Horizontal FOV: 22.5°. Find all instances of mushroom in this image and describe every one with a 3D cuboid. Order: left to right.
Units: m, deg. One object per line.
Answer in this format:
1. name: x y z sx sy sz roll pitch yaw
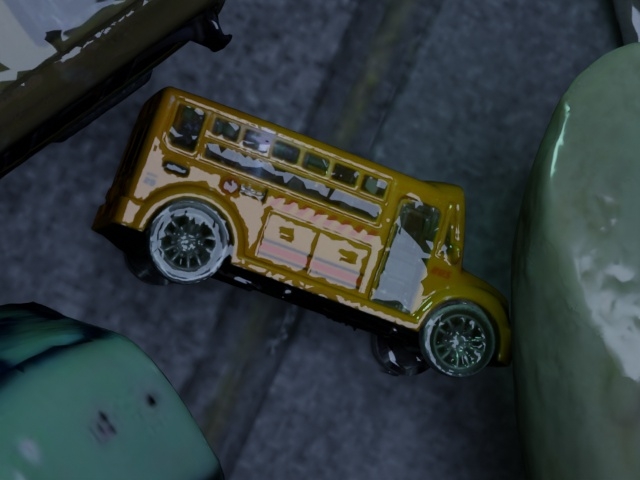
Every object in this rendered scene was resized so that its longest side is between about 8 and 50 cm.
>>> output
1. mushroom: 0.131 0.104 0.589 0.128 0.128 0.350 -5 107 -16

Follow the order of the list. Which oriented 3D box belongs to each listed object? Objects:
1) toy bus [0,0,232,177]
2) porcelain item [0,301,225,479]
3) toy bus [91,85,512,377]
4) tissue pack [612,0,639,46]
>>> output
1. toy bus: -0.167 -0.053 0.520 0.289 0.157 0.139 -36 98 -14
2. porcelain item: -0.155 0.136 0.454 0.286 0.281 0.157 -29 97 -13
3. toy bus: 0.000 0.000 0.613 0.162 0.069 0.074 20 82 -14
4. tissue pack: 0.235 -0.076 0.634 0.238 0.238 0.305 -19 93 -16
